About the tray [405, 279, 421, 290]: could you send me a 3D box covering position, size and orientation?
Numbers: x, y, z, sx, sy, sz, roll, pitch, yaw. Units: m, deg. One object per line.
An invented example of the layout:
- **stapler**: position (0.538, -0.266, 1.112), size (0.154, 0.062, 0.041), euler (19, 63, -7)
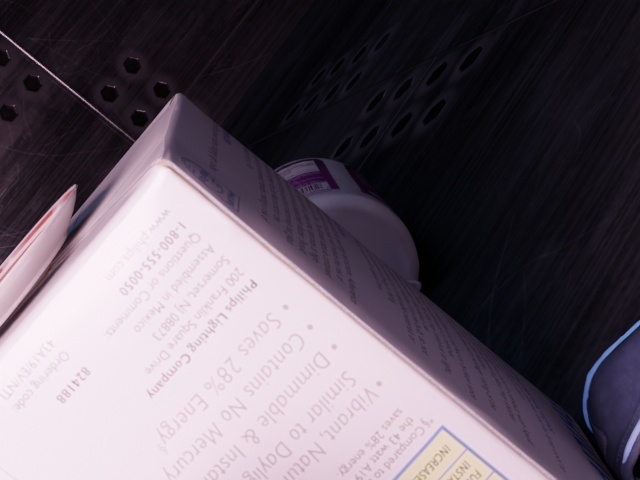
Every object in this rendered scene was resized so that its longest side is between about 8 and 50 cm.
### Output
- **tray**: position (-0.054, 0.072, 1.058), size (0.030, 0.270, 0.145), euler (-109, 32, -45)

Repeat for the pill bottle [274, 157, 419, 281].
- **pill bottle**: position (0.000, 0.000, 1.296), size (0.169, 0.169, 0.301), euler (-49, 15, 6)

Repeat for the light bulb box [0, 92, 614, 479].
- **light bulb box**: position (-0.060, 0.170, 0.693), size (0.358, 0.361, 0.225), euler (-47, 14, 10)

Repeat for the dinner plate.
- **dinner plate**: position (-0.170, 0.028, 0.615), size (0.141, 0.017, 0.141), euler (-46, 15, 16)

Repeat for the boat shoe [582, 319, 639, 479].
- **boat shoe**: position (0.253, 0.046, 0.641), size (0.089, 0.109, 0.258), euler (-90, 25, -57)
